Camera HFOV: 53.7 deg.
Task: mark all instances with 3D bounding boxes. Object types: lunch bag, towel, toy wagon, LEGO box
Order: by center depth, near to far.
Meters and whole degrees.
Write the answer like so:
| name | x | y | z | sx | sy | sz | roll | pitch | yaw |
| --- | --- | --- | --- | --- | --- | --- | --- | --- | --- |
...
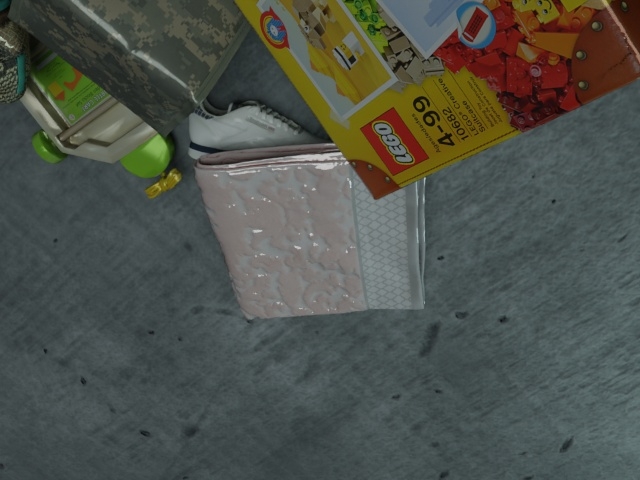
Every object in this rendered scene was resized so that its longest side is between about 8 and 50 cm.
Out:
| name | x | y | z | sx | sy | sz | roll | pitch | yaw |
| --- | --- | --- | --- | --- | --- | --- | --- | --- | --- |
| LEGO box | 0.068 | -0.334 | 0.624 | 0.500 | 0.193 | 0.372 | 54 | 149 | -8 |
| lunch bag | -0.193 | -0.320 | 0.781 | 0.235 | 0.287 | 0.169 | 37 | 156 | -20 |
| toy wagon | -0.325 | -0.218 | 0.936 | 0.267 | 0.068 | 0.344 | -29 | 109 | 19 |
| towel | 0.000 | 0.000 | 0.954 | 0.317 | 0.053 | 0.331 | -4 | 133 | 7 |

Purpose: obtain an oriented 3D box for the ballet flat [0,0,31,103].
| name | x | y | z | sx | sy | sz | roll | pitch | yaw |
| --- | --- | --- | --- | --- | --- | --- | --- | --- | --- |
| ballet flat | -0.610 | -0.304 | 0.862 | 0.483 | 0.164 | 0.182 | 23 | 134 | 8 |

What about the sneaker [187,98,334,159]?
| name | x | y | z | sx | sy | sz | roll | pitch | yaw |
| --- | --- | --- | --- | --- | --- | --- | --- | --- | --- |
| sneaker | -0.080 | -0.155 | 0.932 | 0.235 | 0.090 | 0.094 | 8 | 106 | 1 |
